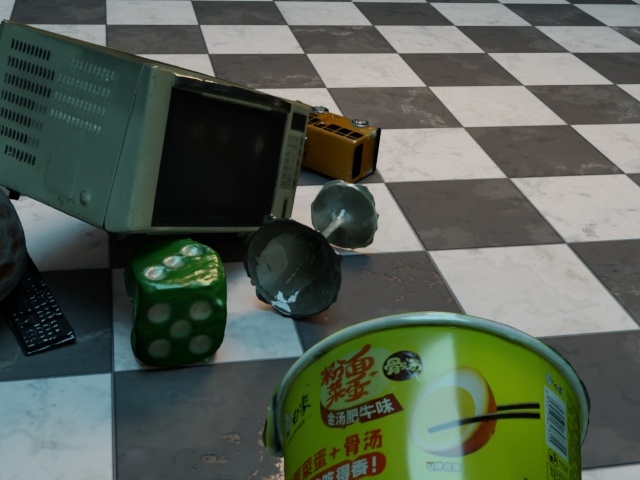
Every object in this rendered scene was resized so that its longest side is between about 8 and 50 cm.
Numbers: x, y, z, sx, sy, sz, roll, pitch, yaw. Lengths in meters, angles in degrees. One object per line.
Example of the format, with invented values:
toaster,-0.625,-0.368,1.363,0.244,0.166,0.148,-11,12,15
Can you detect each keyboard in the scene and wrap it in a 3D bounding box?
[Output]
keyboard,-0.408,0.081,1.220,0.072,0.023,0.231,-16,35,-27

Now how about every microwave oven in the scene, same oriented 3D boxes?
microwave oven,-0.244,-0.137,1.291,0.333,0.247,0.394,20,10,27

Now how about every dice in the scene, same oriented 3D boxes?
dice,-0.189,0.080,1.145,0.120,0.131,0.128,-4,30,-19

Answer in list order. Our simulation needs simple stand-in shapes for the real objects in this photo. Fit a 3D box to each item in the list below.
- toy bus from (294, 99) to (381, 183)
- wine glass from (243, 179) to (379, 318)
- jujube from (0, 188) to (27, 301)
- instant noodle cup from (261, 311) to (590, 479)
toy bus,0.003,-0.186,1.666,0.201,0.098,0.114,23,35,27
wine glass,0.000,0.000,1.305,0.156,0.156,0.232,15,26,17
jujube,-0.545,0.023,1.108,0.246,0.215,0.308,27,41,29
instant noodle cup,0.094,0.243,0.766,0.311,0.311,0.221,5,39,1
